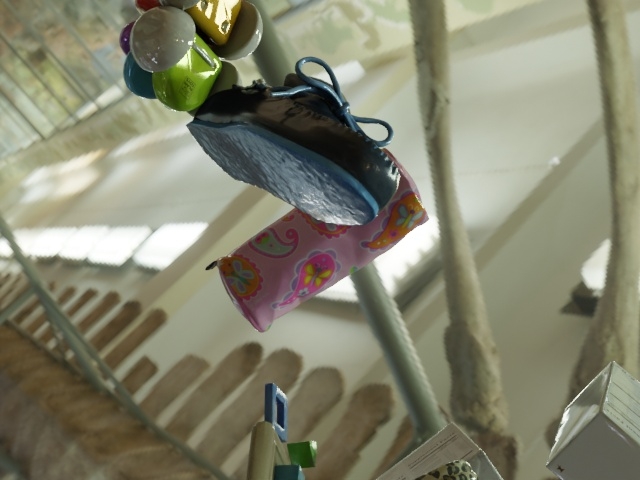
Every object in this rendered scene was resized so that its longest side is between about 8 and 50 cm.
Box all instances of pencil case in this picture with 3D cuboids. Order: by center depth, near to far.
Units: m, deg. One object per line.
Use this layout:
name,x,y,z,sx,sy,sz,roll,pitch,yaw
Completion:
pencil case,0.000,0.000,1.309,0.284,0.124,0.124,-35,-163,1

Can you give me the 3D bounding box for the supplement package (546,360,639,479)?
supplement package,0.370,0.249,1.287,0.105,0.105,0.179,-52,172,25

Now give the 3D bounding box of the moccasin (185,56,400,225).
moccasin,-0.026,-0.113,0.958,0.117,0.138,0.342,-45,-146,-11

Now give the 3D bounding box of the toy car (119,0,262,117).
toy car,-0.160,-0.229,1.135,0.136,0.159,0.182,6,-110,29

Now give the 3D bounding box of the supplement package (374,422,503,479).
supplement package,0.196,0.435,1.439,0.204,0.262,0.145,-36,-170,-4

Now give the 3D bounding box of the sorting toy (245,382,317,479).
sorting toy,-0.038,0.340,1.210,0.047,0.196,0.348,-8,-133,14

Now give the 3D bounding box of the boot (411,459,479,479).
boot,0.093,0.315,0.896,0.236,0.179,0.085,-23,149,-22
